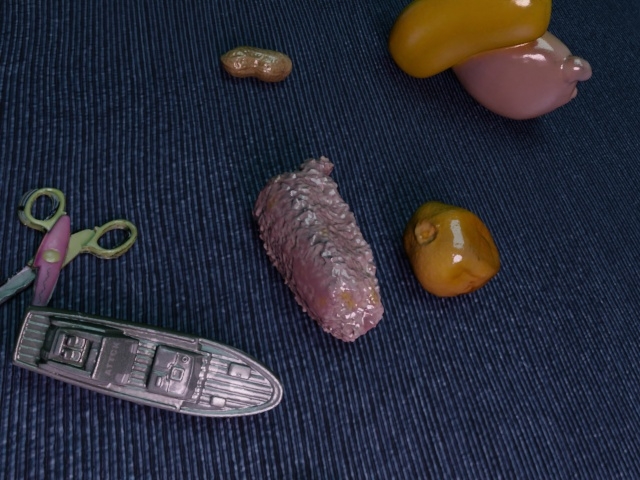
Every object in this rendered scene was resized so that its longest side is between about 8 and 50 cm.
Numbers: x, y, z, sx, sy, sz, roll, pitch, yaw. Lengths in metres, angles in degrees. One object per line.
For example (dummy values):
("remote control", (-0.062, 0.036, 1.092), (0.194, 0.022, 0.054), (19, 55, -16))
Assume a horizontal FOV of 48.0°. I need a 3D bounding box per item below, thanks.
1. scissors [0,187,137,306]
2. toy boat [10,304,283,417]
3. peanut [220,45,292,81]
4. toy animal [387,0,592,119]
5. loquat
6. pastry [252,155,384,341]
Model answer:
("scissors", (-0.288, 0.019, 0.766), (0.134, 0.020, 0.187), (23, 44, -3))
("toy boat", (-0.159, 0.122, 0.693), (0.261, 0.085, 0.078), (17, 83, -14))
("peanut", (-0.096, -0.266, 1.087), (0.113, 0.054, 0.054), (0, 52, -24))
("toy animal", (0.310, -0.385, 1.209), (0.345, 0.277, 0.246), (24, 62, -8))
("loquat", (0.173, 0.012, 0.943), (0.137, 0.113, 0.137), (32, 26, -18))
("pastry", (-0.011, -0.005, 0.867), (0.112, 0.103, 0.265), (17, 38, -37))
